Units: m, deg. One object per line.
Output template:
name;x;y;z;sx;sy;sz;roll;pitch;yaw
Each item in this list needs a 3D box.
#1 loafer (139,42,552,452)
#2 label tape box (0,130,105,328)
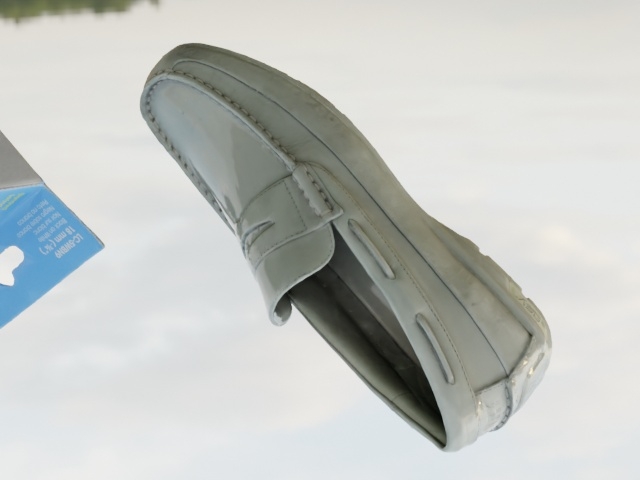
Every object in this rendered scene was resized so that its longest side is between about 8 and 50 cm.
loafer;0.000;0.000;1.117;0.319;0.112;0.111;41;-128;14
label tape box;-0.362;-0.049;1.394;0.240;0.334;0.106;-34;-171;45
